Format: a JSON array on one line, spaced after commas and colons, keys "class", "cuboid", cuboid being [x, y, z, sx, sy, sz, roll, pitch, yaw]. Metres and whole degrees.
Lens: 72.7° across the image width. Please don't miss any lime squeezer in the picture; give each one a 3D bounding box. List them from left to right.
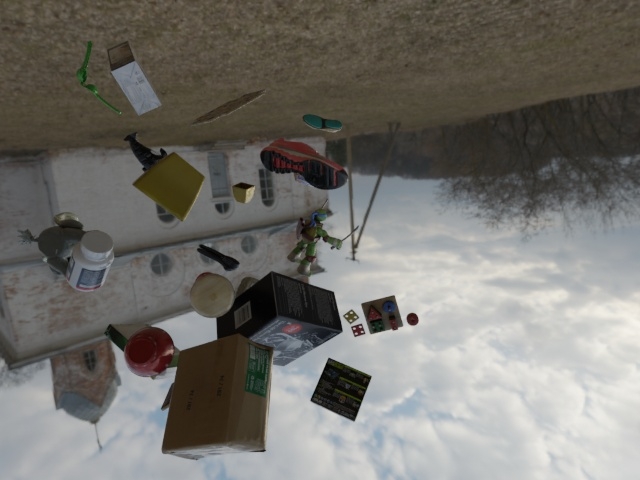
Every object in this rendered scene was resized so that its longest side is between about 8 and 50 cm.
[{"class": "lime squeezer", "cuboid": [-0.957, -0.669, 1.839, 0.110, 0.310, 0.059, -24, -171, -24]}]

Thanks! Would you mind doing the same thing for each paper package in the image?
[{"class": "paper package", "cuboid": [-0.314, 0.493, 1.365, 0.310, 0.324, 0.168, -21, 141, 30]}]

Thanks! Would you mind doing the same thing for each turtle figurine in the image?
[{"class": "turtle figurine", "cuboid": [0.000, 0.000, 1.742, 0.198, 0.266, 0.275, 34, -160, 12]}]

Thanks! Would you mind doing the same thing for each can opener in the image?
[{"class": "can opener", "cuboid": [-0.419, 0.067, 1.792, 0.186, 0.073, 0.059, 28, -152, -4]}]

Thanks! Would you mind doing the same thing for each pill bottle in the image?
[{"class": "pill bottle", "cuboid": [-0.658, 0.057, 1.252, 0.108, 0.108, 0.180, -15, 154, -48]}]

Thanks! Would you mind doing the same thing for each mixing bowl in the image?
[{"class": "mixing bowl", "cuboid": [-0.625, 0.397, 1.558, 0.182, 0.181, 0.098, -6, 165, -7]}]

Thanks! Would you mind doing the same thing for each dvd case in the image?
[{"class": "dvd case", "cuboid": [-0.492, 0.540, 1.656, 0.221, 0.018, 0.164, -32, -165, 4]}]

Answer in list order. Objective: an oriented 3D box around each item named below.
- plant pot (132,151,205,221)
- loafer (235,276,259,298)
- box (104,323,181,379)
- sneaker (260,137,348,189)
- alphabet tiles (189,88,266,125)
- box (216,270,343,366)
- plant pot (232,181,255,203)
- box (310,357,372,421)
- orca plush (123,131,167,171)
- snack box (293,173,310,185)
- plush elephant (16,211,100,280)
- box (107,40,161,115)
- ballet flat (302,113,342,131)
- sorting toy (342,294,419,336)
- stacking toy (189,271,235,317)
[{"class": "plant pot", "cuboid": [-0.557, -0.214, 1.638, 0.187, 0.212, 0.212, -53, -156, -9]}, {"class": "loafer", "cuboid": [-0.356, 0.323, 1.984, 0.111, 0.319, 0.112, 28, 178, -35]}, {"class": "box", "cuboid": [-0.711, 0.457, 1.824, 0.322, 0.058, 0.232, 30, -179, 23]}, {"class": "sneaker", "cuboid": [-0.042, -0.279, 1.478, 0.314, 0.116, 0.136, 21, -128, 10]}, {"class": "alphabet tiles", "cuboid": [-0.416, -0.602, 1.967, 0.285, 0.011, 0.342, 9, -138, 46]}, {"class": "box", "cuboid": [-0.154, 0.301, 1.592, 0.313, 0.178, 0.343, 22, 133, -40]}, {"class": "plant pot", "cuboid": [-0.373, -0.226, 2.105, 0.082, 0.083, 0.081, 17, -153, 19]}, {"class": "box", "cuboid": [0.081, 0.580, 1.700, 0.191, 0.184, 0.045, 19, 154, 15]}, {"class": "orca plush", "cuboid": [-0.852, -0.417, 2.199, 0.151, 0.287, 0.102, -31, -140, -10]}, {"class": "snack box", "cuboid": [-0.079, -0.329, 2.310, 0.022, 0.064, 0.178, -21, 163, 33]}, {"class": "plush elephant", "cuboid": [-1.155, 0.012, 1.994, 0.330, 0.271, 0.255, 21, -172, -6]}, {"class": "box", "cuboid": [-0.659, -0.576, 1.534, 0.087, 0.169, 0.290, -28, -136, -7]}, {"class": "ballet flat", "cuboid": [0.002, -0.555, 2.095, 0.206, 0.073, 0.067, 8, 165, -22]}, {"class": "sorting toy", "cuboid": [0.225, 0.290, 1.641, 0.275, 0.132, 0.046, -15, -166, 9]}, {"class": "stacking toy", "cuboid": [-0.383, 0.166, 1.515, 0.141, 0.141, 0.330, -8, -174, -16]}]
